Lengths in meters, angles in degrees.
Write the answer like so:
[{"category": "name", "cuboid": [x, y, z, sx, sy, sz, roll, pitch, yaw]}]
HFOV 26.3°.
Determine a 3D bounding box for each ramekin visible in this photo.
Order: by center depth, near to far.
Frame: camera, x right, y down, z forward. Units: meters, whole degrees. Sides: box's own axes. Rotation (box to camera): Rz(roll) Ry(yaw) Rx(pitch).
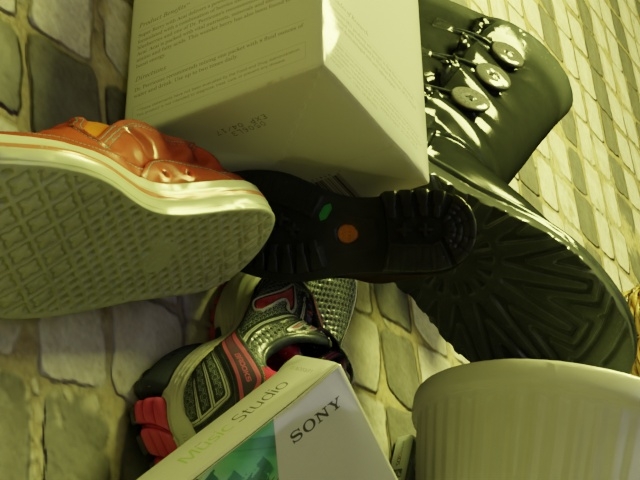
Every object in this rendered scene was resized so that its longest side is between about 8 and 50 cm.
[{"category": "ramekin", "cuboid": [0.205, 0.212, 1.191, 0.273, 0.273, 0.127, 42, 52, -47]}]

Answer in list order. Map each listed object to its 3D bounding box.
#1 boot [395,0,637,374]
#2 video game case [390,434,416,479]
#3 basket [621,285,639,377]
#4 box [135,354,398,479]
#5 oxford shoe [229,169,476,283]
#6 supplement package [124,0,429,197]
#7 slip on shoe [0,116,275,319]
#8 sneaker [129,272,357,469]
[{"category": "boot", "cuboid": [0.180, -0.065, 1.368, 0.367, 0.146, 0.445, 40, 28, -1]}, {"category": "video game case", "cuboid": [0.105, 0.302, 1.246, 0.190, 0.022, 0.173, 59, 28, -26]}, {"category": "basket", "cuboid": [0.483, 0.220, 1.986, 0.214, 0.223, 0.299, -6, 77, -31]}, {"category": "box", "cuboid": [-0.017, 0.267, 0.850, 0.232, 0.058, 0.322, -36, 108, -28]}, {"category": "oxford shoe", "cuboid": [0.000, 0.000, 1.043, 0.096, 0.227, 0.082, 84, 14, -79]}, {"category": "supplement package", "cuboid": [-0.031, -0.181, 1.101, 0.175, 0.178, 0.292, 42, 40, -48]}, {"category": "slip on shoe", "cuboid": [-0.156, -0.025, 0.851, 0.101, 0.123, 0.331, 46, 22, 23]}, {"category": "sneaker", "cuboid": [-0.023, 0.090, 1.019, 0.120, 0.112, 0.299, 65, 25, -14]}]
